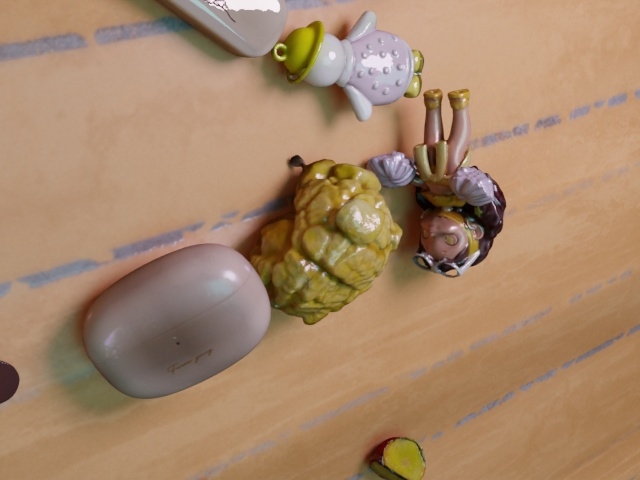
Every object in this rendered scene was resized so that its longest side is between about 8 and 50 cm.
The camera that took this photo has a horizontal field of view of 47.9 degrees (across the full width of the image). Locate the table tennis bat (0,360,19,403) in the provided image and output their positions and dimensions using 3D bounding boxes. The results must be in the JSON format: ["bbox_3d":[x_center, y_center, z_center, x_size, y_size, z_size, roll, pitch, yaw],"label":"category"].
[{"bbox_3d":[-0.353,0.144,0.741,0.083,0.007,0.050,24,91,-37],"label":"table tennis bat"}]

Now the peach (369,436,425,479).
[{"bbox_3d":[0.109,0.326,1.057,0.083,0.050,0.078,-9,85,-40],"label":"peach"}]

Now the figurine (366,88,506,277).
[{"bbox_3d":[0.163,-0.070,0.925,0.115,0.174,0.240,-41,129,-35],"label":"figurine"}]

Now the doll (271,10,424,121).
[{"bbox_3d":[0.037,-0.206,0.844,0.207,0.081,0.129,1,95,-30],"label":"doll"}]

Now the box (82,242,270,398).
[{"bbox_3d":[-0.153,0.087,0.777,0.200,0.088,0.146,-27,118,2],"label":"box"}]

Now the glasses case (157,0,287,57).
[{"bbox_3d":[-0.121,-0.266,0.745,0.196,0.050,0.083,28,90,-35],"label":"glasses case"}]

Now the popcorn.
[{"bbox_3d":[0.013,0.005,0.841,0.140,0.163,0.194,39,76,-43],"label":"popcorn"}]
